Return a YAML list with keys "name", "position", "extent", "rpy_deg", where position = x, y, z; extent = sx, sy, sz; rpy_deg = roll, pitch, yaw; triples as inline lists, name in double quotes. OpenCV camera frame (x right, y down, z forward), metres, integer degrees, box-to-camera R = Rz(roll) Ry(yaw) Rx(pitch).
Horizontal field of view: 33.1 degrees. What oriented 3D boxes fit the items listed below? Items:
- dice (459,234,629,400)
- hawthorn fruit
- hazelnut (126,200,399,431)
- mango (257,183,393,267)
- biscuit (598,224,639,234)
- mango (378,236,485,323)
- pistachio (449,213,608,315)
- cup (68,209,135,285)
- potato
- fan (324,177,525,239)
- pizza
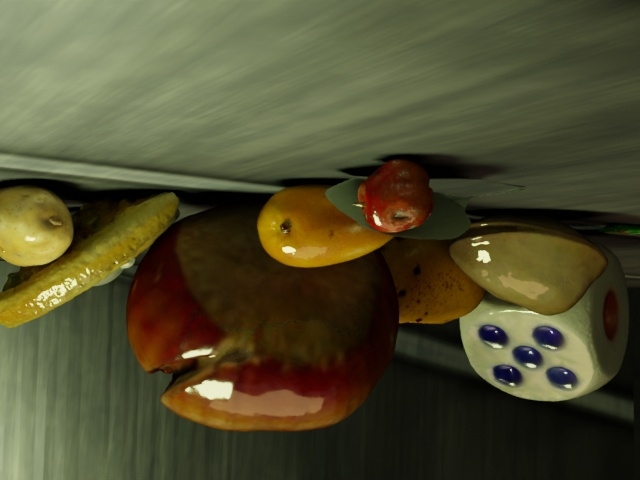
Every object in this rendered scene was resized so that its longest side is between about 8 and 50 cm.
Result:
- name: "dice"
  position: [0.422, 0.140, 2.015]
  extent: [0.251, 0.243, 0.259]
  rpy_deg: [-2, -145, 30]
- name: "hawthorn fruit"
  position: [0.081, -0.050, 1.222]
  extent: [0.093, 0.093, 0.093]
  rpy_deg: [1, 175, 0]
- name: "hazelnut"
  position: [-0.086, 0.129, 1.625]
  extent: [0.409, 0.359, 0.359]
  rpy_deg: [-1, 175, 0]
- name: "mango"
  position: [0.019, -0.025, 1.462]
  extent: [0.219, 0.112, 0.145]
  rpy_deg: [-10, -179, -31]
- name: "biscuit"
  position: [0.542, -0.019, 1.906]
  extent: [0.089, 0.016, 0.046]
  rpy_deg: [3, 175, -21]
- name: "mango"
  position: [0.159, 0.055, 1.846]
  extent: [0.290, 0.191, 0.160]
  rpy_deg: [9, 179, -28]
- name: "pistachio"
  position: [0.337, 0.028, 1.757]
  extent: [0.260, 0.163, 0.213]
  rpy_deg: [22, 142, -38]
- name: "cup"
  position: [-0.400, -0.005, 1.819]
  extent: [0.142, 0.173, 0.134]
  rpy_deg: [-6, -157, 43]
- name: "potato"
  position: [-0.416, -0.021, 1.518]
  extent: [0.118, 0.109, 0.178]
  rpy_deg: [34, 160, -30]
- name: "fan"
  position: [0.152, -0.047, 1.352]
  extent: [0.310, 0.010, 0.182]
  rpy_deg: [-8, -149, -36]
- name: "pizza"
  position: [-0.354, 0.026, 1.585]
  extent: [0.268, 0.258, 0.087]
  rpy_deg: [-7, 126, 51]
